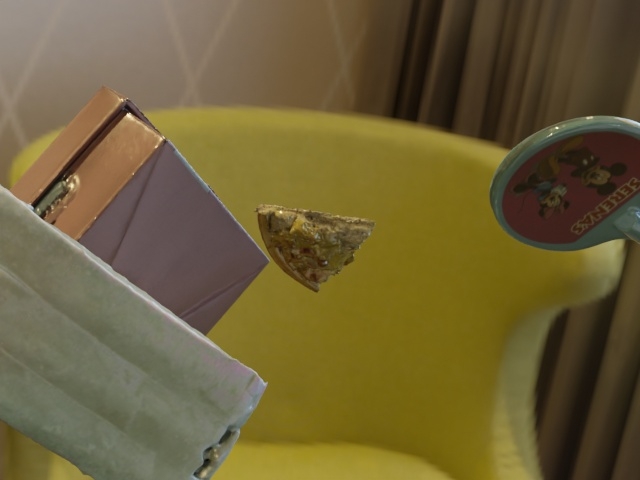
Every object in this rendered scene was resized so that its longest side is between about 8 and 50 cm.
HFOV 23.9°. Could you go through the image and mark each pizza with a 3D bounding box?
[{"bbox_3d":[0.000,0.000,1.432,0.108,0.123,0.026,-19,42,21],"label":"pizza"}]

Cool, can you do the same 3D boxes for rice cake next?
[{"bbox_3d":[-0.139,0.073,0.909,0.211,0.124,0.038,33,-2,-16],"label":"rice cake"}]

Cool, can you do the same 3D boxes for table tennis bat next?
[{"bbox_3d":[0.250,-0.031,1.303,0.244,0.153,0.040,28,36,-36],"label":"table tennis bat"}]

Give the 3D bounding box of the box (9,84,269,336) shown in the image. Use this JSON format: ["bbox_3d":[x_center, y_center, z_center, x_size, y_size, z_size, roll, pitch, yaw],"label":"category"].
[{"bbox_3d":[-0.166,0.024,1.205,0.086,0.215,0.215,34,78,35],"label":"box"}]
